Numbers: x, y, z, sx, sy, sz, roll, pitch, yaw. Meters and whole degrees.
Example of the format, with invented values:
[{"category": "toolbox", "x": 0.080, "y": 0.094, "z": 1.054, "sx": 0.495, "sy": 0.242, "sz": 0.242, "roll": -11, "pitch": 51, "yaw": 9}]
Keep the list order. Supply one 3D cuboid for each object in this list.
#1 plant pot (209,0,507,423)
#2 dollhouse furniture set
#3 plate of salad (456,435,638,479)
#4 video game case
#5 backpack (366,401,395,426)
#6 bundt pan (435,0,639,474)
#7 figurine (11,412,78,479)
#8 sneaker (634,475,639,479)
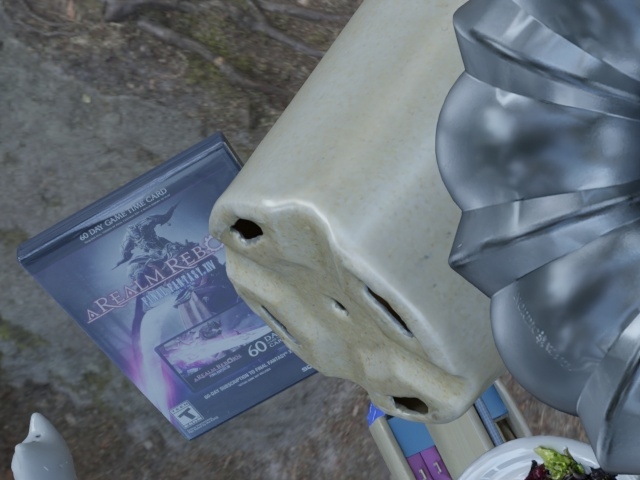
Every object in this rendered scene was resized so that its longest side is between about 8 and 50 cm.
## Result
[{"category": "plant pot", "x": 0.095, "y": -0.049, "z": 0.758, "sx": 0.334, "sy": 0.334, "sz": 0.305, "roll": 39, "pitch": 67, "yaw": 9}, {"category": "dollhouse furniture set", "x": 0.233, "y": 0.262, "z": 1.306, "sx": 0.198, "sy": 0.303, "sz": 0.286, "roll": -20, "pitch": 69, "yaw": -21}, {"category": "plate of salad", "x": 0.188, "y": 0.264, "z": 0.865, "sx": 0.200, "sy": 0.048, "sz": 0.200, "roll": -8, "pitch": 70, "yaw": 23}, {"category": "video game case", "x": -0.103, "y": 0.053, "z": 0.906, "sx": 0.196, "sy": 0.026, "sz": 0.274, "roll": -29, "pitch": 129, "yaw": 6}, {"category": "backpack", "x": 0.147, "y": 0.284, "z": 1.729, "sx": 0.120, "sy": 0.101, "sz": 0.098, "roll": 17, "pitch": 83, "yaw": -19}, {"category": "bundt pan", "x": 0.178, "y": -0.034, "z": 0.392, "sx": 0.331, "sy": 0.124, "sz": 0.331, "roll": 8, "pitch": 103, "yaw": 40}, {"category": "figurine", "x": -0.237, "y": 0.288, "z": 0.962, "sx": 0.092, "sy": 0.215, "sz": 0.209, "roll": -24, "pitch": 114, "yaw": 7}, {"category": "sneaker", "x": 0.477, "y": 0.296, "z": 1.344, "sx": 0.282, "sy": 0.161, "sz": 0.102, "roll": -17, "pitch": 61, "yaw": -19}]
